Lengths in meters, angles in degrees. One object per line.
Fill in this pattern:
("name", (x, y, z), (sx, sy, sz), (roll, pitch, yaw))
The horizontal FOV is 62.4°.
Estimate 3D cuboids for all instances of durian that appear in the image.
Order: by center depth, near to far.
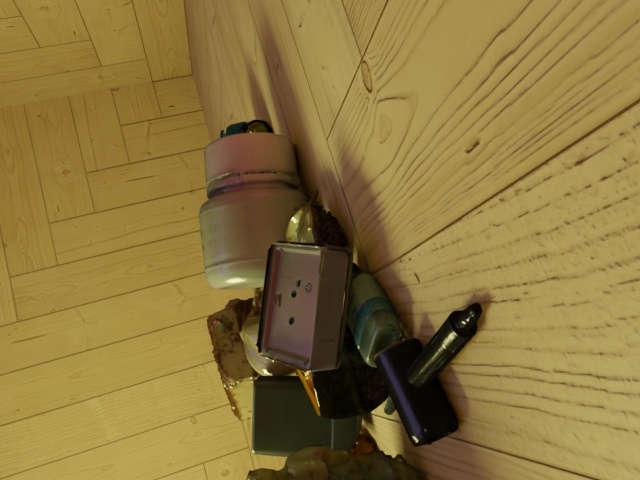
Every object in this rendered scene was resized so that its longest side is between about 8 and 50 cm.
("durian", (0.000, 0.000, 0.967), (0.148, 0.091, 0.189), (21, 114, 62))

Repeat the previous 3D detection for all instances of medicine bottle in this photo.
("medicine bottle", (0.069, 0.103, 0.836), (0.208, 0.053, 0.090), (-115, 33, -59))
("medicine bottle", (-0.138, -0.056, 1.135), (0.241, 0.241, 0.302), (143, 121, -76))

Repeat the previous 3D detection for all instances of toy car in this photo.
("toy car", (-0.180, -0.156, 1.386), (0.198, 0.165, 0.314), (104, 148, -70))

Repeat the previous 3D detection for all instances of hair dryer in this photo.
("hair dryer", (0.140, 0.153, 0.624), (0.255, 0.069, 0.128), (105, 147, -56))

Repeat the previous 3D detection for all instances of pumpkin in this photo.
("pumpkin", (0.017, 0.209, 1.009), (0.280, 0.139, 0.190), (-137, 32, -62))

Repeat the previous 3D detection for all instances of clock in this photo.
("clock", (-0.026, 0.100, 0.849), (0.144, 0.073, 0.194), (5, 87, 48))

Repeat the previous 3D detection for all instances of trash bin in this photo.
("trash bin", (-0.027, 0.381, 1.151), (0.101, 0.236, 0.177), (36, -124, -87))

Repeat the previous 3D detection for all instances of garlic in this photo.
("garlic", (-0.067, 0.194, 1.265), (0.185, 0.203, 0.281), (53, -130, -50))

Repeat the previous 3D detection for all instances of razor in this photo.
("razor", (0.123, 0.239, 0.854), (0.211, 0.035, 0.084), (83, -171, -53))

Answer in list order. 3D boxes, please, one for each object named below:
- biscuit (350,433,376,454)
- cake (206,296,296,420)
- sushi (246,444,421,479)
("biscuit", (0.050, 0.500, 1.169), (0.043, 0.183, 0.280), (46, -174, -12))
("cake", (-0.145, 0.317, 1.485), (0.282, 0.290, 0.256), (86, 165, -49))
("sushi", (0.014, 0.525, 0.831), (0.240, 0.396, 0.351), (86, 169, -48))
